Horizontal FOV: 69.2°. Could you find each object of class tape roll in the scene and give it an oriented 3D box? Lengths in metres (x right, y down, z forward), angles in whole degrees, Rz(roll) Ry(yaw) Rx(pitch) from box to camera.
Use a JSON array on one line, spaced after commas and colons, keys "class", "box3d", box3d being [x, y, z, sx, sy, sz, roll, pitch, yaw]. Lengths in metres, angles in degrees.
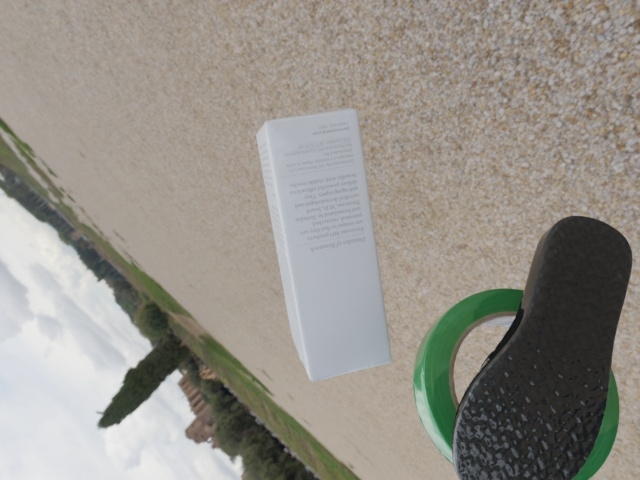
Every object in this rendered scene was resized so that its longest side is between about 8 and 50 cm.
[{"class": "tape roll", "box3d": [0.321, 0.244, 0.777, 0.321, 0.321, 0.077, 40, 160, 12]}]

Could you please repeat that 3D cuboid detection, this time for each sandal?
[{"class": "sandal", "box3d": [0.332, 0.170, 0.682, 0.168, 0.445, 0.107, 30, 161, 13]}]

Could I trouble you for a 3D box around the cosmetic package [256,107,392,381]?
[{"class": "cosmetic package", "box3d": [0.000, 0.000, 0.886, 0.230, 0.162, 0.452, -143, 43, -76]}]
